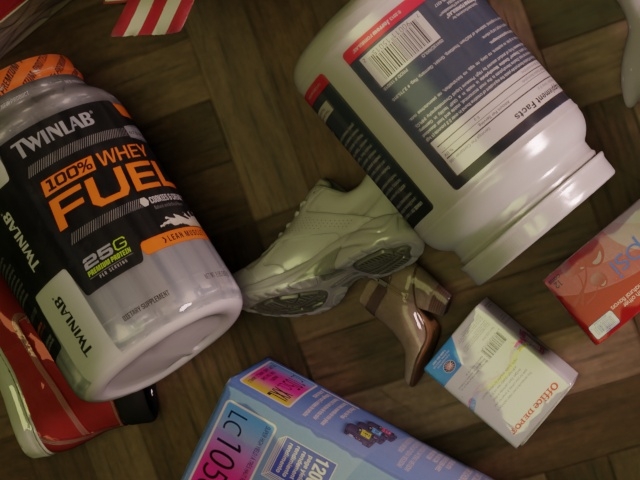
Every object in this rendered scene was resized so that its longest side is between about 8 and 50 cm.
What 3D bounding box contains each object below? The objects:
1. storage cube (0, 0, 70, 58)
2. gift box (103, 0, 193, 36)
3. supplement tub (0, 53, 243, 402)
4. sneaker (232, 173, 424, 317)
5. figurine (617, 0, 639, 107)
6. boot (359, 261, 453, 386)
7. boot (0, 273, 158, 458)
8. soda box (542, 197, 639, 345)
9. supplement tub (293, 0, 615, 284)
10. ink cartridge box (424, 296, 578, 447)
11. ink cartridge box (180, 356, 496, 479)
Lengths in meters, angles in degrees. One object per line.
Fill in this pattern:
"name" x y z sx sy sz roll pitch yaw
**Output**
"storage cube" -0.352 -0.292 1.765 0.183 0.215 0.193 -36 94 17
"gift box" -0.094 -0.327 1.662 0.276 0.258 0.255 -8 95 15
"supplement tub" -0.232 -0.015 1.764 0.193 0.193 0.316 -38 77 17
"sneaker" 0.000 0.000 1.784 0.232 0.090 0.115 -24 61 28
"figurine" 0.351 -0.241 1.646 0.215 0.092 0.209 -15 98 18
"boot" 0.079 0.077 1.790 0.087 0.042 0.118 25 103 17
"boot" -0.265 0.092 1.861 0.176 0.088 0.244 -20 100 17
"soda box" 0.338 -0.018 1.673 0.263 0.092 0.083 -41 83 17
"supplement tub" 0.124 -0.114 1.667 0.191 0.191 0.272 -41 86 17
"ink cartridge box" 0.179 0.130 1.760 0.122 0.052 0.088 41 106 8
"ink cartridge box" 0.043 0.328 1.779 0.395 0.151 0.270 27 104 8
